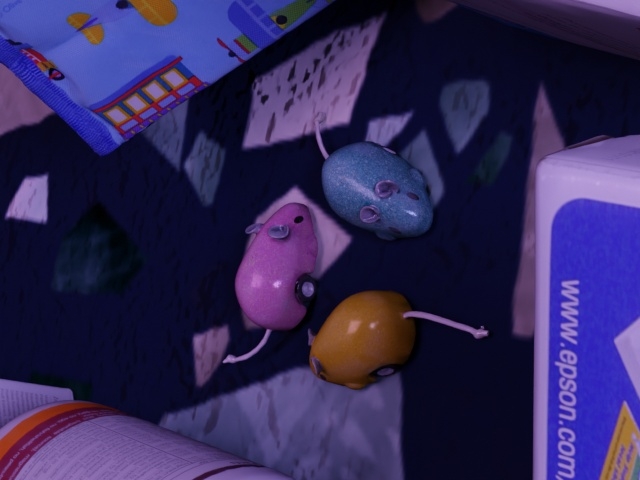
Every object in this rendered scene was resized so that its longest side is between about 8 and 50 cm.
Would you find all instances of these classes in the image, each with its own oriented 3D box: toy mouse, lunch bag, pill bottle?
[{"bbox_3d":[0.000,0.000,0.884,0.161,0.031,0.143,-27,61,40],"label":"toy mouse"},{"bbox_3d":[-0.075,-0.226,0.931,0.221,0.138,0.293,-32,43,18],"label":"lunch bag"},{"bbox_3d":[-0.062,0.151,0.845,0.221,0.121,0.121,13,90,48],"label":"pill bottle"}]

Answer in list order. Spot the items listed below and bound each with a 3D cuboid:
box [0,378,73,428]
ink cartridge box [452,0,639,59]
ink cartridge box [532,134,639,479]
[{"bbox_3d":[-0.189,0.135,1.012,0.101,0.087,0.102,-29,59,39],"label":"box"},{"bbox_3d":[0.118,-0.156,0.694,0.232,0.171,0.168,24,97,47],"label":"ink cartridge box"},{"bbox_3d":[0.193,0.140,0.476,0.307,0.072,0.304,12,111,35],"label":"ink cartridge box"}]
